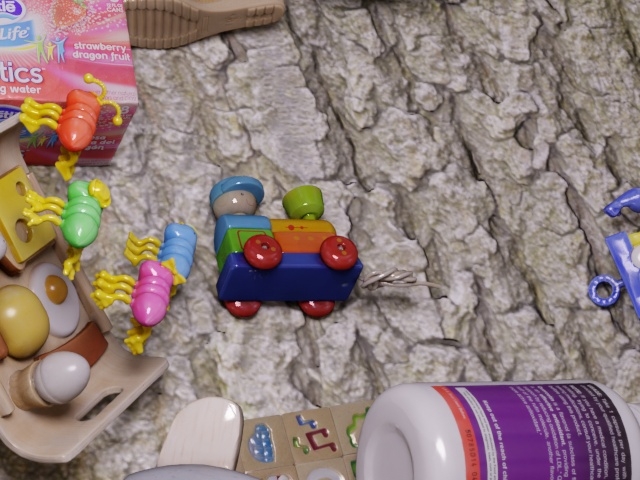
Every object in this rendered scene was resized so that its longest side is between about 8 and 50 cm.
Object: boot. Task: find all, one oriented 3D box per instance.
[{"bbox_3d":[-0.174,-0.329,2.022,0.248,0.090,0.207,-7,55,-23],"label":"boot"}]

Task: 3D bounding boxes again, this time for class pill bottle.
[{"bbox_3d":[0.211,0.237,1.802,0.323,0.181,0.181,2,64,-27],"label":"pill bottle"}]

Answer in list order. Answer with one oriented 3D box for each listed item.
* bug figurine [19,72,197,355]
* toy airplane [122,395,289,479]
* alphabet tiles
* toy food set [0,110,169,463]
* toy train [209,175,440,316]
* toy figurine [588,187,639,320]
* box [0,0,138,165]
[{"bbox_3d":[-0.198,-0.020,1.719,0.279,0.072,0.216,56,22,-33],"label":"bug figurine"},{"bbox_3d":[-0.142,0.385,1.536,0.384,0.272,0.386,-30,92,-12],"label":"toy airplane"},{"bbox_3d":[-0.007,0.314,1.785,0.343,0.011,0.285,-6,68,-25],"label":"alphabet tiles"},{"bbox_3d":[-0.272,0.038,1.673,0.306,0.092,0.220,65,30,-12],"label":"toy food set"},{"bbox_3d":[0.000,0.000,1.904,0.248,0.105,0.143,1,51,-22],"label":"toy train"},{"bbox_3d":[0.432,0.055,2.051,0.217,0.191,0.362,-21,79,2],"label":"toy figurine"},{"bbox_3d":[-0.358,-0.177,1.817,0.300,0.142,0.154,0,64,-22],"label":"box"}]
